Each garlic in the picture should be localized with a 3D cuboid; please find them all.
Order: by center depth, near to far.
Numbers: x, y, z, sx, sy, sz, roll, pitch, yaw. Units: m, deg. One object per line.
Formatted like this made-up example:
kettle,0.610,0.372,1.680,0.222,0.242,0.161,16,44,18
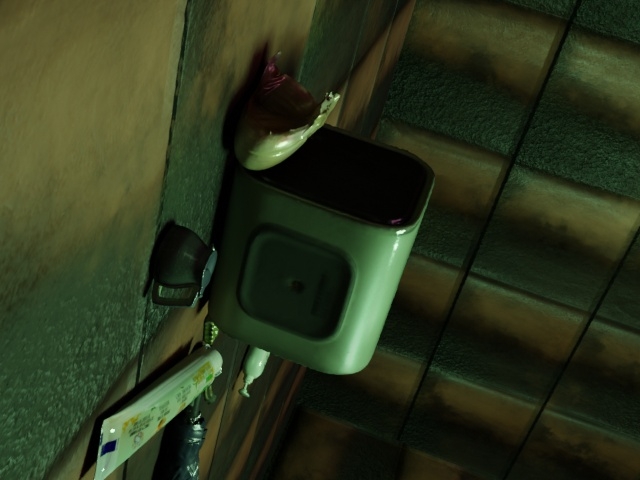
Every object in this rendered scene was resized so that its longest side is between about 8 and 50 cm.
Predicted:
garlic,-0.054,-0.149,0.969,0.124,0.099,0.174,-52,-179,34

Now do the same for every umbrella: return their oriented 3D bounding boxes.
umbrella,-0.206,0.296,1.170,0.071,0.071,0.248,-58,159,-64

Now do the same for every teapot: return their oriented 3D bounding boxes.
teapot,-0.145,0.031,0.834,0.066,0.057,0.088,67,43,-80

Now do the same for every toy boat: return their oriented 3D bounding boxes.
toy boat,-0.148,0.100,1.207,0.063,0.016,0.115,103,8,-48

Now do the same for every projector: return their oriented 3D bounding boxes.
projector,0.000,0.000,1.112,0.248,0.248,0.249,-60,168,-57

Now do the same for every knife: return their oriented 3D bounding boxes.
knife,-0.179,0.208,1.238,0.045,0.021,0.222,-51,163,-25

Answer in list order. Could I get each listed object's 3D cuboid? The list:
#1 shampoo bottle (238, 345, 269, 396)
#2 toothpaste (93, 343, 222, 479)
shampoo bottle,-0.137,0.253,1.651,0.077,0.045,0.152,99,13,-62
toothpaste,-0.193,0.199,0.972,0.056,0.058,0.314,-30,-179,17
